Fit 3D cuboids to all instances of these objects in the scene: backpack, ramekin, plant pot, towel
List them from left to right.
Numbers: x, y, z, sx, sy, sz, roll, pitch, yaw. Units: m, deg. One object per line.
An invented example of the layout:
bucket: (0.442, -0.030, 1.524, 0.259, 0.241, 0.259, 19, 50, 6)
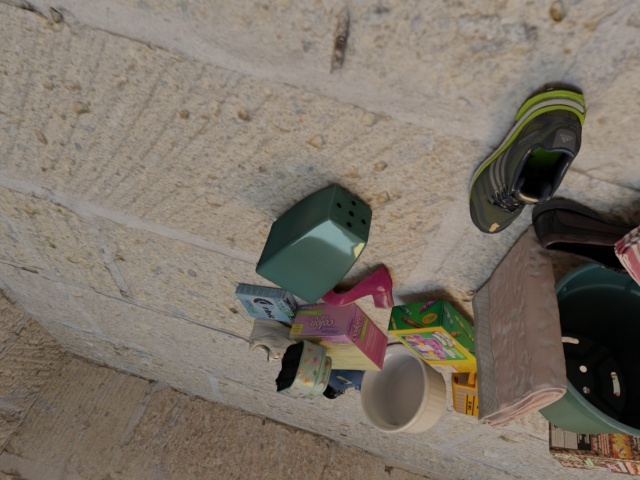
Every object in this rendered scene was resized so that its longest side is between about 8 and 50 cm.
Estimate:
backpack: (-0.046, 0.392, 1.340, 0.145, 0.165, 0.188, 21, 149, -5)
plant pot: (0.000, 0.000, 0.992, 0.166, 0.165, 0.234, 33, 135, -19)
ramekin: (0.275, 0.494, 1.452, 0.135, 0.277, 0.277, 30, 145, -32)
towel: (0.391, 0.186, 0.908, 0.054, 0.331, 0.317, 10, 146, 1)
plant pot: (0.601, 0.262, 0.947, 0.341, 0.341, 0.334, 11, 153, 12)
towel: (0.603, -0.005, 0.731, 0.144, 0.029, 0.197, 37, 112, -27)

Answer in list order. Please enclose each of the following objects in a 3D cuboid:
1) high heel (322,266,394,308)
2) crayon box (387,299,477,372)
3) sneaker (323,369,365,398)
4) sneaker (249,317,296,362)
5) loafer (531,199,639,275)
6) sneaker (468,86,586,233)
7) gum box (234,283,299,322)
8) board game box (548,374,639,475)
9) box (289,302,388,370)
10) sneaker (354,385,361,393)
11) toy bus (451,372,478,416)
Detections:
high heel: (0.086, 0.120, 1.209, 0.244, 0.082, 0.117, 4, 115, 42)
crayon box: (0.335, 0.272, 1.221, 0.165, 0.081, 0.278, -16, 134, 42)
sneaker: (0.067, 0.540, 1.697, 0.330, 0.147, 0.130, 17, 149, -22)
sneaker: (-0.111, 0.387, 1.587, 0.305, 0.152, 0.114, 18, 145, 0)
loafer: (0.536, 0.021, 0.814, 0.303, 0.095, 0.109, 19, 144, 0)
sneaker: (0.323, -0.097, 0.729, 0.111, 0.121, 0.300, 15, 146, 6)
gum box: (-0.170, 0.210, 1.465, 0.185, 0.041, 0.157, 5, 143, 21)
board game box: (0.820, 0.518, 1.252, 0.291, 0.232, 0.141, -13, 135, 39)
box: (0.063, 0.315, 1.433, 0.214, 0.117, 0.243, -10, 137, 36)
sneaker: (0.185, 0.610, 1.846, 0.059, 0.053, 0.144, -2, 149, 29)
toy bus: (0.503, 0.472, 1.451, 0.130, 0.108, 0.332, 5, 144, 22)
